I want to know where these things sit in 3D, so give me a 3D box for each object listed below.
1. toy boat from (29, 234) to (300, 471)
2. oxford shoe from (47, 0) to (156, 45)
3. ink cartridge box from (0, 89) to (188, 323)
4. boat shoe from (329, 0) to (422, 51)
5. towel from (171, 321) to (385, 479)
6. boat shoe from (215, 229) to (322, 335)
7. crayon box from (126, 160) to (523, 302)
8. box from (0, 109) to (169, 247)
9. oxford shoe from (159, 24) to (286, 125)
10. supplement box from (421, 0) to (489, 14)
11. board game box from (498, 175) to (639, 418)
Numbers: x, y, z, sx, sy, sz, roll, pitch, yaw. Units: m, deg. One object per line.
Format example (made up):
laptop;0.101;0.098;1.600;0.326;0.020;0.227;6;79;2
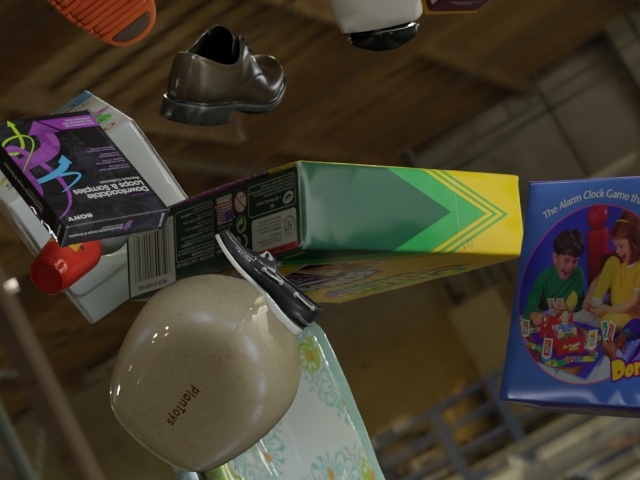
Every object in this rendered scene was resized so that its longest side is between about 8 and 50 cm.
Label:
toy boat;-0.161;0.085;1.883;0.267;0.318;0.148;-47;2;38
oxford shoe;-0.332;-0.405;2.202;0.130;0.364;0.133;-34;22;8
ink cartridge box;-0.305;-0.050;2.316;0.198;0.197;0.270;-37;22;-10
boat shoe;0.027;-0.374;1.838;0.127;0.341;0.158;-10;14;4
towel;-0.039;0.291;2.145;0.090;0.374;0.320;-26;-2;30
boat shoe;-0.050;0.034;1.669;0.038;0.125;0.046;-42;-7;6
crayon box;0.000;0.000;2.029;0.313;0.106;0.363;3;-12;-36
box;-0.232;-0.061;1.656;0.116;0.162;0.029;-12;-42;-38
oxford shoe;-0.092;-0.186;1.906;0.227;0.082;0.096;-29;-49;-66
supplement box;0.188;-0.350;2.037;0.080;0.104;0.188;-7;-16;-34
board game box;0.343;0.056;1.704;0.078;0.233;0.347;17;-12;-41
